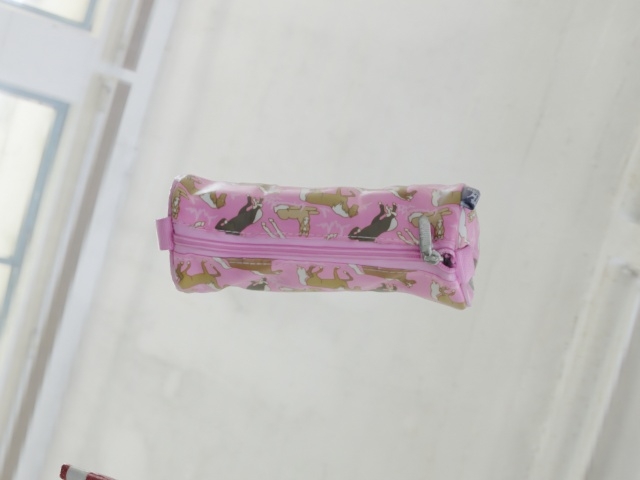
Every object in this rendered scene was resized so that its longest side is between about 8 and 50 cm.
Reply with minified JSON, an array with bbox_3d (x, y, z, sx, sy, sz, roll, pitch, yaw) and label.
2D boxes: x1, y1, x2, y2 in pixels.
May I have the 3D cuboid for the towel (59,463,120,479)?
[{"bbox_3d":[-0.122,0.352,1.388,0.329,0.237,0.037,14,-116,21],"label":"towel"}]

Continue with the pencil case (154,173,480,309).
[{"bbox_3d":[0.000,0.000,1.475,0.167,0.386,0.160,80,16,-56],"label":"pencil case"}]
